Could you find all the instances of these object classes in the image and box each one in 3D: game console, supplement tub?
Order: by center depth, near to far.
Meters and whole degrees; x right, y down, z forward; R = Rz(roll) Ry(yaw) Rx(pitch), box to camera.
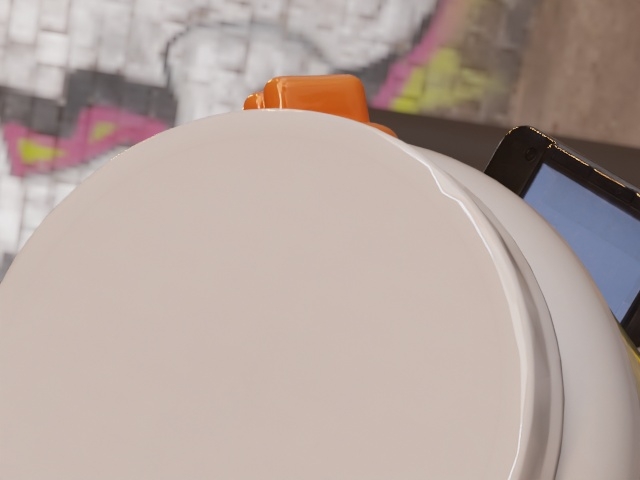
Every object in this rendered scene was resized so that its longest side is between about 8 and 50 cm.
[{"bbox_3d":[0.024,0.099,0.727,0.325,0.235,0.235,43,-130,-63],"label":"supplement tub"},{"bbox_3d":[0.137,0.038,1.446,0.293,0.173,0.250,37,101,50],"label":"game console"}]

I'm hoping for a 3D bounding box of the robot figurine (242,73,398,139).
[{"bbox_3d":[0.000,0.000,1.238,0.128,0.158,0.219,8,-107,-60],"label":"robot figurine"}]
